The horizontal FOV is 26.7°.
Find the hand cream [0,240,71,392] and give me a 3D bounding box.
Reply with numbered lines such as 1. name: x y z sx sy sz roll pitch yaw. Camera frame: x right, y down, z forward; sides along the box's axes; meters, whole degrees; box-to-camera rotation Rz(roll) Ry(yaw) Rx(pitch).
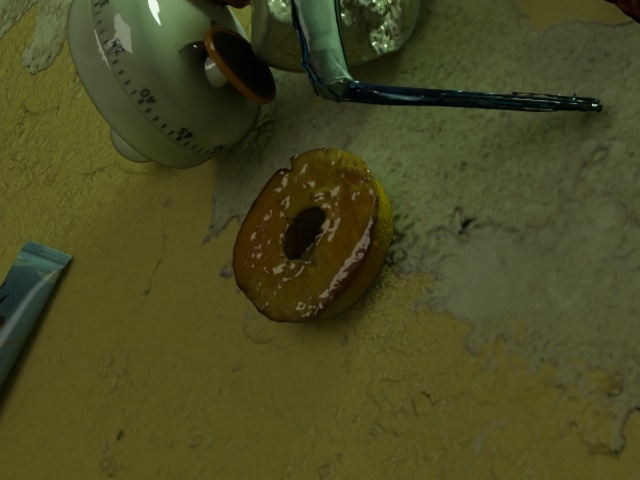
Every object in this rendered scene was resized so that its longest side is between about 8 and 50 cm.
1. hand cream: -0.390 0.127 1.623 0.091 0.058 0.271 16 75 43

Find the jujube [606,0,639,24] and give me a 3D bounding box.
1. jujube: 0.303 -0.258 1.059 0.232 0.213 0.213 36 96 29

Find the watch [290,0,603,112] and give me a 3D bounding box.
1. watch: 0.112 -0.248 1.194 0.274 0.068 0.276 1 82 7

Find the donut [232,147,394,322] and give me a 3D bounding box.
1. donut: 0.000 0.000 1.314 0.178 0.065 0.162 -47 50 13

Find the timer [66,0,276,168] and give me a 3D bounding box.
1. timer: -0.180 -0.182 1.454 0.240 0.233 0.234 -29 52 26

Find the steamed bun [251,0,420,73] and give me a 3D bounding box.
1. steamed bun: 0.017 -0.286 1.351 0.170 0.200 0.226 1 78 -4
